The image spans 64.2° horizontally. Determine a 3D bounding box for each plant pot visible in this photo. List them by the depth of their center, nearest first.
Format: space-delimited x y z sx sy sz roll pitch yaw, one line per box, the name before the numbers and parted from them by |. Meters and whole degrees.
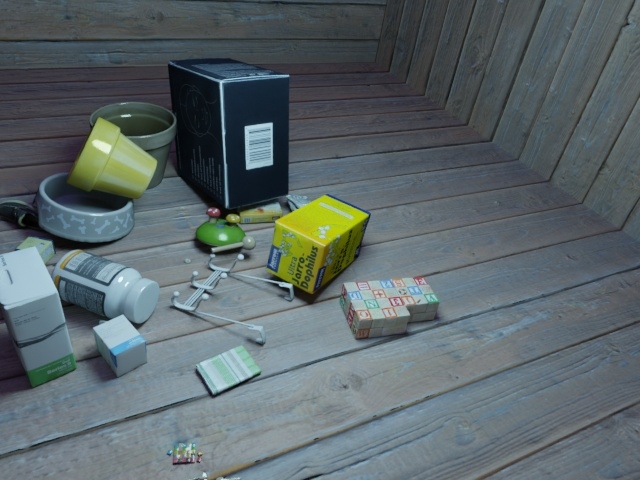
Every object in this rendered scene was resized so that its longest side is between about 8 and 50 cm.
plant pot | -0.726 -0.267 1.807 0.239 0.254 0.254 26 28 -29
plant pot | -0.747 -0.367 2.072 0.324 0.280 0.323 6 36 -5

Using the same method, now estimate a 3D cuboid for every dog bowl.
dog bowl | -0.837 -0.131 1.827 0.349 0.102 0.348 16 28 -9

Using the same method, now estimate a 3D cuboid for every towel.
towel | -0.257 0.362 1.429 0.152 0.023 0.113 -17 46 -34

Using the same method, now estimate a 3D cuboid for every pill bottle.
pill bottle | -0.637 0.140 1.520 0.279 0.162 0.162 18 37 10

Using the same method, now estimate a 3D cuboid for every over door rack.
over door rack | -0.269 0.160 1.621 0.324 0.108 0.239 19 38 13

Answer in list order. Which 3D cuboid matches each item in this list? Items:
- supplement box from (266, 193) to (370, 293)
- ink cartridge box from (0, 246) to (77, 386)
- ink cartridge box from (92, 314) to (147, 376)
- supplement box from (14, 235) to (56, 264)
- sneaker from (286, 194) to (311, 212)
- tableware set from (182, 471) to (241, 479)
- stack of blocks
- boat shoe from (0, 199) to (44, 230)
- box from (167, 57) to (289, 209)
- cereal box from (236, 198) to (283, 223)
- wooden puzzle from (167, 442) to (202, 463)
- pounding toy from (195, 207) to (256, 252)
supplement box | 0.000 0.000 1.779 0.195 0.194 0.356 26 31 20
ink cartridge box | -0.741 0.194 1.315 0.122 0.289 0.211 -20 46 -33
ink cartridge box | -0.554 0.282 1.405 0.090 0.092 0.143 -25 49 -38
supplement box | -0.935 0.036 1.678 0.083 0.056 0.083 12 37 3
sneaker | -0.089 -0.127 2.071 0.090 0.094 0.235 -3 18 -9
tableware set | -0.242 0.590 1.124 0.141 0.020 0.168 2 37 -9
stack of blocks | 0.232 0.216 1.673 0.297 0.087 0.171 -4 38 -17
boat shoe | -1.038 -0.084 1.797 0.224 0.080 0.073 14 31 -2
box | -0.366 -0.442 2.026 0.298 0.479 0.472 -18 33 -34
cereal box | -0.264 -0.157 2.093 0.173 0.047 0.240 -5 39 -17
wooden puzzle | -0.325 0.509 1.224 0.083 0.006 0.049 1 37 -11
pounding toy | -0.342 -0.049 1.828 0.183 0.110 0.237 -2 22 -32
